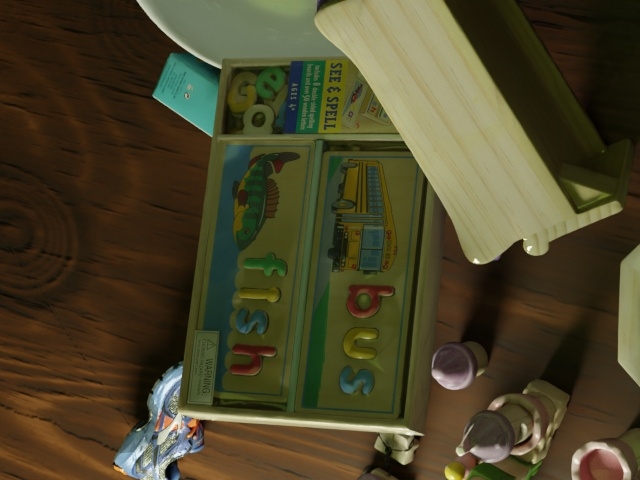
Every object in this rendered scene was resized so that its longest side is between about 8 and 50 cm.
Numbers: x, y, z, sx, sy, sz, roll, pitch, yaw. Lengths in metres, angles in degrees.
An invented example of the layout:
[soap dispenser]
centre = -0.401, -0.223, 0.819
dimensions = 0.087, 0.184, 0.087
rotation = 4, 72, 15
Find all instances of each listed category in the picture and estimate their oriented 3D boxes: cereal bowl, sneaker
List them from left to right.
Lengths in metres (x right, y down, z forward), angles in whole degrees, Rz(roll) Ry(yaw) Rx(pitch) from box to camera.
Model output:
[sneaker]
centre = -0.173, 0.220, 2.105
dimensions = 0.087, 0.083, 0.221
rotation = 34, 118, 8
[cereal bowl]
centre = -0.053, -0.350, 1.879
dimensions = 0.339, 0.141, 0.339
rotation = 12, 134, 13

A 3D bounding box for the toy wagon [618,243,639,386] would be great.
[toy wagon]
centre = 0.472, 0.089, 1.713
dimensions = 0.344, 0.068, 0.267
rotation = 4, 99, 29

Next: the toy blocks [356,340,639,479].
[toy blocks]
centre = 0.147, 0.282, 1.813
dimensions = 0.309, 0.260, 0.289
rotation = 30, 111, 23

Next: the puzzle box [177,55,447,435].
[puzzle box]
centre = 0.000, 0.000, 1.825
dimensions = 0.272, 0.052, 0.409
rotation = 1, 77, 21

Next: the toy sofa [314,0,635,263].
[toy sofa]
centre = 0.160, -0.167, 1.732
dimensions = 0.177, 0.150, 0.362
rotation = -26, 110, 27

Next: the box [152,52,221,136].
[box]
centre = -0.072, -0.137, 1.977
dimensions = 0.244, 0.100, 0.060
rotation = 34, 112, 22
